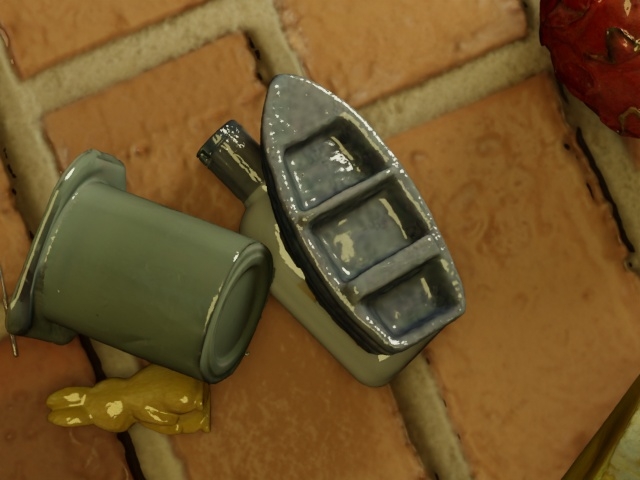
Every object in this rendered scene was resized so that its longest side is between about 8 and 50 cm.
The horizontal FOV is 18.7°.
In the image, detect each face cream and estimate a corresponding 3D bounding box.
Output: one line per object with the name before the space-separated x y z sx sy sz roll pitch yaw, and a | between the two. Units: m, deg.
face cream | 0.000 0.000 1.890 0.144 0.071 0.291 -43 87 -7

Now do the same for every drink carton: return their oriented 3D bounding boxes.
drink carton | -0.160 0.033 1.815 0.189 0.185 0.191 20 86 18

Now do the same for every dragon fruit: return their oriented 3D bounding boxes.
dragon fruit | 0.311 -0.218 1.816 0.241 0.241 0.252 -25 87 0

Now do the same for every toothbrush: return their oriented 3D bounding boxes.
toothbrush | -0.312 0.068 1.926 0.008 0.006 0.097 -13 87 2

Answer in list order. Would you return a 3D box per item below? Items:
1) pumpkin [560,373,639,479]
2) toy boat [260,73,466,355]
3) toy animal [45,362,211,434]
pumpkin | 0.295 0.264 1.761 0.199 0.332 0.332 29 88 9
toy boat | 0.025 -0.027 1.822 0.127 0.078 0.283 -29 83 -14
toy animal | -0.187 0.153 1.891 0.159 0.070 0.083 -10 54 2
